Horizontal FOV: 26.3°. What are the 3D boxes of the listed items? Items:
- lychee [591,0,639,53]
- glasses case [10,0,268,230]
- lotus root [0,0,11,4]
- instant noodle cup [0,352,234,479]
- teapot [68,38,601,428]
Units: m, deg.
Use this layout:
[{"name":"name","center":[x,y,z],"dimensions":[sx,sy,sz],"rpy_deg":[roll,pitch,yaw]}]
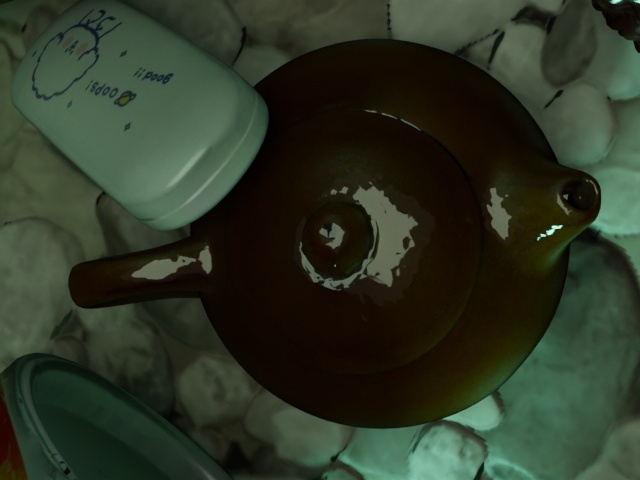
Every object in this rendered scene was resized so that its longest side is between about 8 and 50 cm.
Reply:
[{"name":"lychee","center":[0.185,-0.148,0.539],"dimensions":[0.188,0.188,0.188],"rpy_deg":[1,92,14]},{"name":"glasses case","center":[-0.088,-0.063,0.625],"dimensions":[0.076,0.049,0.197],"rpy_deg":[-49,37,-2]},{"name":"lotus root","center":[-0.165,-0.177,0.645],"dimensions":[0.256,0.154,0.140],"rpy_deg":[-2,50,0]},{"name":"instant noodle cup","center":[-0.123,0.186,0.601],"dimensions":[0.264,0.264,0.200],"rpy_deg":[42,93,9]},{"name":"teapot","center":[0.000,0.000,0.615],"dimensions":[0.252,0.135,0.178],"rpy_deg":[-10,86,13]}]
